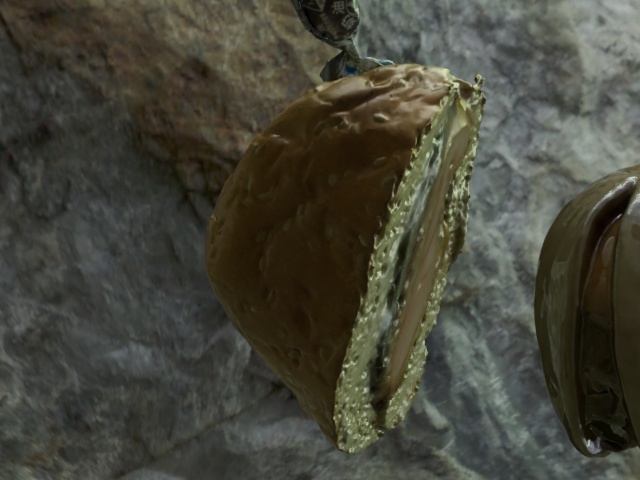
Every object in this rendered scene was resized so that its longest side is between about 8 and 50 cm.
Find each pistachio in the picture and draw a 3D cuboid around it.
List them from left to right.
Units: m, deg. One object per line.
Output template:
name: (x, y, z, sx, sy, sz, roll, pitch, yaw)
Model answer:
pistachio: (0.187, 0.037, 0.592, 0.124, 0.124, 0.185, 11, -96, -5)

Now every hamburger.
hamburger: (-0.001, -0.001, 0.875, 0.209, 0.162, 0.330, 20, -74, 31)

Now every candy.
candy: (0.015, -0.233, 1.018, 0.094, 0.226, 0.051, -28, -148, 5)
